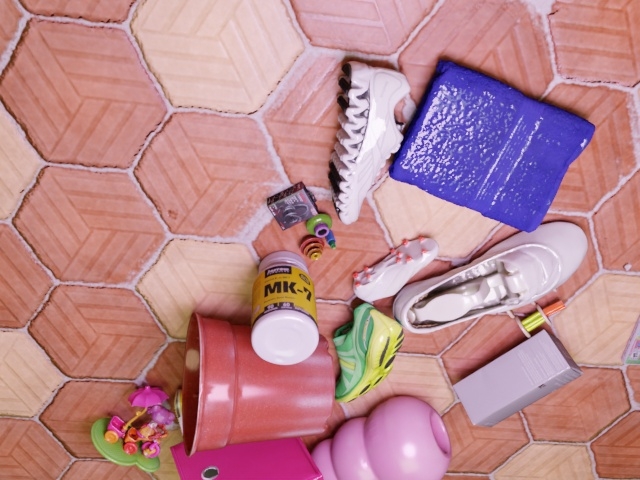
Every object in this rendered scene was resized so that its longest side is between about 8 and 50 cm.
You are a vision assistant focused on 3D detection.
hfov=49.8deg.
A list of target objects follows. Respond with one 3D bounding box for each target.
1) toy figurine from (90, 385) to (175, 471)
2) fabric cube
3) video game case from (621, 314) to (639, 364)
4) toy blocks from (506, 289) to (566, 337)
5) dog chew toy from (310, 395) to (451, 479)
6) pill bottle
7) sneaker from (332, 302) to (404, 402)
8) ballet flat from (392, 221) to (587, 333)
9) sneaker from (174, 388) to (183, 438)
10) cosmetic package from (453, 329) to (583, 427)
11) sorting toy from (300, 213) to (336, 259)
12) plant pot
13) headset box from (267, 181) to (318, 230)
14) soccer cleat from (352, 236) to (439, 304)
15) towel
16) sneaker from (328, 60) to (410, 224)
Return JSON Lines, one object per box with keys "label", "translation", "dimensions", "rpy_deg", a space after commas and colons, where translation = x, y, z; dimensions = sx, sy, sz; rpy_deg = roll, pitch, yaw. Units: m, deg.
{"label": "toy figurine", "translation": [-0.375, 0.391, 1.478], "dimensions": [0.173, 0.130, 0.159], "rpy_deg": [37, 104, -10]}
{"label": "fabric cube", "translation": [-0.141, 0.550, 1.477], "dimensions": [0.258, 0.254, 0.259], "rpy_deg": [-21, 124, -15]}
{"label": "video game case", "translation": [0.787, 0.196, 1.502], "dimensions": [0.212, 0.023, 0.193], "rpy_deg": [3, 122, -6]}
{"label": "toy blocks", "translation": [0.458, 0.120, 1.408], "dimensions": [0.148, 0.054, 0.123], "rpy_deg": [-36, 118, 17]}
{"label": "dog chew toy", "translation": [0.117, 0.477, 1.534], "dimensions": [0.331, 0.207, 0.207], "rpy_deg": [-24, 122, 21]}
{"label": "pill bottle", "translation": [-0.067, 0.117, 1.271], "dimensions": [0.119, 0.209, 0.119], "rpy_deg": [-2, 124, -3]}
{"label": "sneaker", "translation": [0.085, 0.233, 1.432], "dimensions": [0.109, 0.123, 0.296], "rpy_deg": [-21, 148, -34]}
{"label": "ballet flat", "translation": [0.327, 0.088, 1.318], "dimensions": [0.400, 0.139, 0.139], "rpy_deg": [-23, 122, 11]}
{"label": "sneaker", "translation": [-0.262, 0.401, 1.522], "dimensions": [0.083, 0.070, 0.186], "rpy_deg": [-7, 124, 6]}
{"label": "cosmetic package", "translation": [0.418, 0.299, 1.470], "dimensions": [0.238, 0.107, 0.127], "rpy_deg": [-40, 147, 18]}
{"label": "sorting toy", "translation": [0.000, 0.000, 1.292], "dimensions": [0.061, 0.042, 0.102], "rpy_deg": [0, 135, -23]}
{"label": "plant pot", "translation": [-0.125, 0.283, 1.359], "dimensions": [0.264, 0.272, 0.273], "rpy_deg": [4, 123, -17]}
{"label": "headset box", "translation": [-0.047, -0.064, 1.261], "dimensions": [0.083, 0.032, 0.062], "rpy_deg": [-23, 121, 12]}
{"label": "soccer cleat", "translation": [0.152, 0.059, 1.342], "dimensions": [0.196, 0.068, 0.076], "rpy_deg": [-31, 125, 23]}
{"label": "towel", "translation": [0.294, -0.161, 1.209], "dimensions": [0.308, 0.076, 0.228], "rpy_deg": [19, 112, -16]}
{"label": "sneaker", "translation": [0.080, -0.155, 1.174], "dimensions": [0.118, 0.110, 0.292], "rpy_deg": [0, 123, -13]}
